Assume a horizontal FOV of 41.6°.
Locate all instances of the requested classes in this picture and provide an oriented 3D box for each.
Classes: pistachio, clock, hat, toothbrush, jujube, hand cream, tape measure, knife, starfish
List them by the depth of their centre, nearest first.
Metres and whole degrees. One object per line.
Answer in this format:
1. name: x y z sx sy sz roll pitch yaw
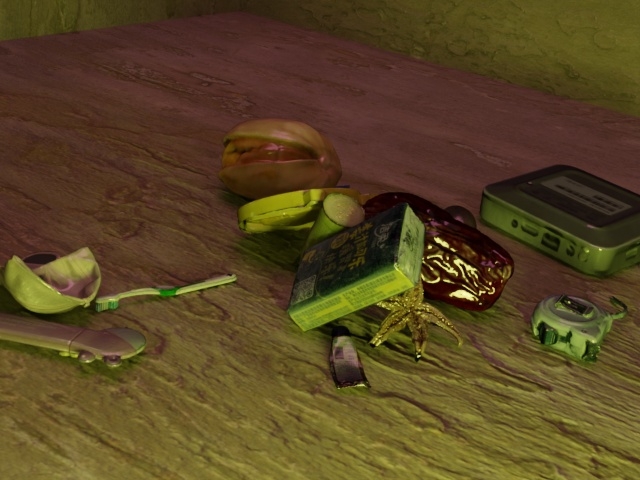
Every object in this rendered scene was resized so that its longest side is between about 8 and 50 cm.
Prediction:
1. knife: -0.499 0.160 1.451 0.399 0.038 0.132 10 19 8
2. hand cream: 0.046 0.213 1.496 0.062 0.039 0.163 4 31 -11
3. hat: -0.539 0.085 1.546 0.226 0.164 0.219 -25 -7 22
4. starfish: 0.173 0.130 1.613 0.213 0.057 0.238 16 54 -6
5. toothbrush: -0.296 0.095 1.651 0.304 0.030 0.030 -11 31 -35
6. tape measure: 0.542 0.136 1.732 0.164 0.084 0.330 23 31 21
7. jujube: 0.231 0.028 1.760 0.342 0.216 0.216 22 28 15
8. clock: -0.044 -0.079 1.860 0.294 0.071 0.277 -16 -11 34
9. pistachio: -0.099 -0.191 2.116 0.309 0.229 0.230 4 25 1

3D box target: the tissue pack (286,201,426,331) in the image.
1. tissue pack: 0.065 0.050 1.581 0.257 0.081 0.185 -25 31 30

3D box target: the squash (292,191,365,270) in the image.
1. squash: 0.000 0.000 1.743 0.094 0.224 0.094 18 47 -20

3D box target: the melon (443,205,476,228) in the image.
1. melon: 0.322 -0.030 2.004 0.098 0.098 0.130 9 29 3

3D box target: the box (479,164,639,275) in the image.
1. box: 0.664 -0.066 2.157 0.397 0.111 0.396 -17 35 -38
